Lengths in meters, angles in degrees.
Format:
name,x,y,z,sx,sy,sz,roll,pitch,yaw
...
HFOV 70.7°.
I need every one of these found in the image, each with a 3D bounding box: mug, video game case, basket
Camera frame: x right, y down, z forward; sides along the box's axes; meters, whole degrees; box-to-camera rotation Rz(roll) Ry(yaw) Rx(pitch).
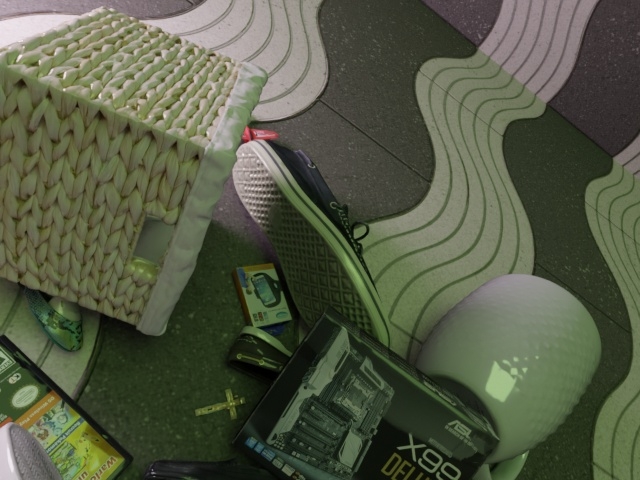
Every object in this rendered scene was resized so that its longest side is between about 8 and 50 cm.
name,x,y,z,sx,sy,sz,roll,pitch,yaw
mug,0.338,0.291,0.861,0.327,0.276,0.375,-22,108,-42
video game case,-0.418,0.292,0.533,0.248,0.035,0.275,43,48,0
basket,-0.267,-0.113,0.652,0.266,0.328,0.332,23,34,-14

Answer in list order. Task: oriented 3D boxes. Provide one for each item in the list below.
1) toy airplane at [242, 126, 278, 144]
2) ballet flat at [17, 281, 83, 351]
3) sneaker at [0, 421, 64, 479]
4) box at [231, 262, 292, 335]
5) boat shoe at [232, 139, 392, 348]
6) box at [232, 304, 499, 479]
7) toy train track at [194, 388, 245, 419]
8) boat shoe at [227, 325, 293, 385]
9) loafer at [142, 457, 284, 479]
name,x,y,z,sx,sy,sz,roll,pitch,yaw
toy airplane,-0.176,-0.260,1.039,0.151,0.028,0.151,17,53,-23
ballet flat,-0.394,0.073,0.659,0.188,0.070,0.070,51,49,5
sneaker,-0.333,0.346,0.451,0.169,0.108,0.292,-35,58,-17
box,-0.107,0.111,0.843,0.081,0.028,0.136,-6,62,-35
boat shoe,0.000,0.000,0.871,0.155,0.187,0.501,-10,58,-41
box,0.064,0.286,0.679,0.307,0.243,0.076,36,6,4
toy train track,-0.158,0.265,0.722,0.083,0.014,0.048,-4,63,-33
boat shoe,-0.051,0.234,0.768,0.227,0.081,0.069,31,52,-1
loafer,-0.140,0.353,0.646,0.223,0.076,0.078,21,17,-15
